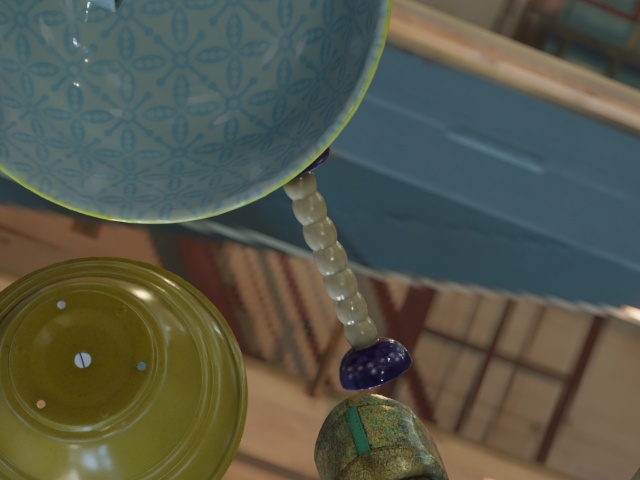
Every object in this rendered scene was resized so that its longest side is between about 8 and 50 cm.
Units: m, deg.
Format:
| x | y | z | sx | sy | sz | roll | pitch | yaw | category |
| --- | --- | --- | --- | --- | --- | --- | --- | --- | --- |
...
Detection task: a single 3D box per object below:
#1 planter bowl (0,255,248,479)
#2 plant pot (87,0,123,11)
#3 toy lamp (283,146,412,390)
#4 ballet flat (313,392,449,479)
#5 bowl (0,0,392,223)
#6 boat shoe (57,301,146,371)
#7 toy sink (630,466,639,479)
| x | y | z | sx | sy | sz | roll | pitch | yaw | category |
| --- | --- | --- | --- | --- | --- | --- | --- | --- | --- |
| -0.159 | 0.095 | 1.270 | 0.090 | 0.217 | 0.217 | 92 | 14 | -68 | planter bowl |
| -0.141 | -0.273 | 0.840 | 0.293 | 0.196 | 0.293 | -163 | -90 | -84 | plant pot |
| 0.000 | 0.000 | 1.662 | 0.080 | 0.080 | 0.275 | -102 | 172 | -75 | toy lamp |
| 0.066 | 0.222 | 1.519 | 0.348 | 0.123 | 0.123 | 68 | 34 | -60 | ballet flat |
| -0.095 | -0.160 | 1.152 | 0.156 | 0.289 | 0.289 | -48 | 160 | -83 | bowl |
| -0.246 | 0.139 | 2.134 | 0.076 | 0.083 | 0.226 | 19 | -52 | 50 | boat shoe |
| 0.370 | 0.304 | 1.621 | 0.234 | 0.131 | 0.153 | 19 | -115 | 46 | toy sink |
